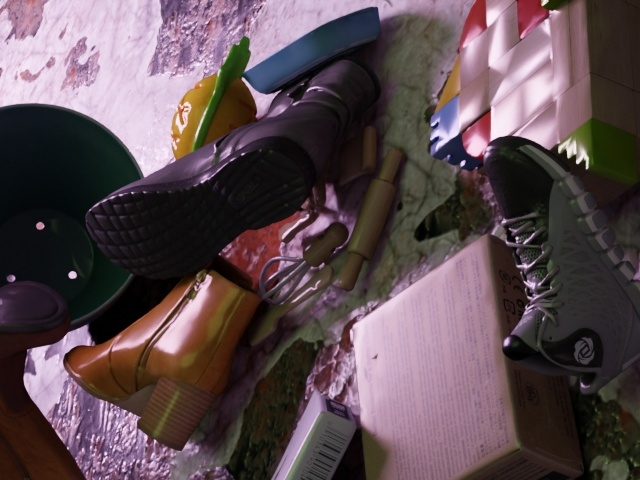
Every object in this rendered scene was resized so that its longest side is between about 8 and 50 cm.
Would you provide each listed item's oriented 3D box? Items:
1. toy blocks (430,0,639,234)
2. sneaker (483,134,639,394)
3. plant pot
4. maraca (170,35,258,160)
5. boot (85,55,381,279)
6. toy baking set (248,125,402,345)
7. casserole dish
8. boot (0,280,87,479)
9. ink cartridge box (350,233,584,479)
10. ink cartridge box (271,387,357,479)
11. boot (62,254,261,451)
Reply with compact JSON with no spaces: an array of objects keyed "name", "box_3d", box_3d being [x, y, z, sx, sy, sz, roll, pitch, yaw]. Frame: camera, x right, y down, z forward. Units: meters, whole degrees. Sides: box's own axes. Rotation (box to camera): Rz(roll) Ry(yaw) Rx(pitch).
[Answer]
[{"name":"toy blocks","box_3d":[0.206,-0.154,1.709,0.261,0.190,0.381,-41,39,48]},{"name":"sneaker","box_3d":[0.185,0.031,1.521,0.132,0.229,0.086,-40,6,-24]},{"name":"plant pot","box_3d":[-0.355,-0.003,2.276,0.195,0.290,0.290,104,180,-73]},{"name":"maraca","box_3d":[-0.120,-0.151,2.153,0.127,0.099,0.186,-60,-10,-67]},{"name":"boot","box_3d":[-0.091,-0.081,2.039,0.338,0.118,0.223,-15,26,37]},{"name":"toy baking set","box_3d":[0.004,-0.002,1.979,0.196,0.030,0.256,-10,57,55]},{"name":"casserole dish","box_3d":[-0.006,-0.212,2.070,0.188,0.114,0.037,-27,88,42]},{"name":"boot","box_3d":[-0.342,0.194,2.107,0.264,0.280,0.096,-11,24,31]},{"name":"ink cartridge box","box_3d":[0.128,0.143,1.666,0.193,0.088,0.235,-37,43,36]},{"name":"ink cartridge box","box_3d":[-0.030,0.252,1.785,0.206,0.045,0.208,-64,2,1]},{"name":"boot","box_3d":[-0.174,0.105,2.084,0.295,0.104,0.211,24,85,57]}]
